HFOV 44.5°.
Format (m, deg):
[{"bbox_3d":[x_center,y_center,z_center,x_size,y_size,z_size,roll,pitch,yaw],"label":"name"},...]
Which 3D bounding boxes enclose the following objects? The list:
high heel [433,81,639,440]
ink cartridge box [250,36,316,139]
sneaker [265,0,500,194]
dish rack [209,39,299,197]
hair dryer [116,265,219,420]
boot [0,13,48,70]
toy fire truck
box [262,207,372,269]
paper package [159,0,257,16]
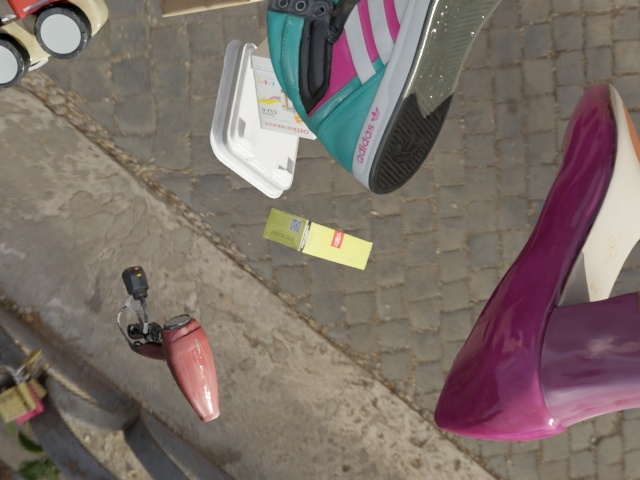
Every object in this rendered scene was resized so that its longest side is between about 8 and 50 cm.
[{"bbox_3d":[0.194,-0.003,0.685,0.181,0.377,0.127,-18,123,31],"label":"high heel"},{"bbox_3d":[-0.048,-0.314,1.562,0.128,0.127,0.176,14,137,19],"label":"ink cartridge box"},{"bbox_3d":[0.050,-0.207,0.651,0.123,0.178,0.296,-10,131,-52],"label":"sneaker"},{"bbox_3d":[-0.133,-0.299,1.895,0.285,0.072,0.333,37,53,-48],"label":"dish rack"},{"bbox_3d":[-0.264,0.193,1.403,0.080,0.224,0.293,-27,68,-29],"label":"hair dryer"},{"bbox_3d":[-0.726,-0.449,1.777,0.095,0.258,0.123,-27,98,12],"label":"boot"},{"bbox_3d":[-0.385,-0.307,0.877,0.217,0.158,0.246,-22,117,8],"label":"toy fire truck"},{"bbox_3d":[0.000,0.000,1.413,0.232,0.087,0.058,19,90,-56],"label":"box"},{"bbox_3d":[-0.120,-0.547,1.498,0.324,0.309,0.168,-25,113,-39],"label":"paper package"}]
